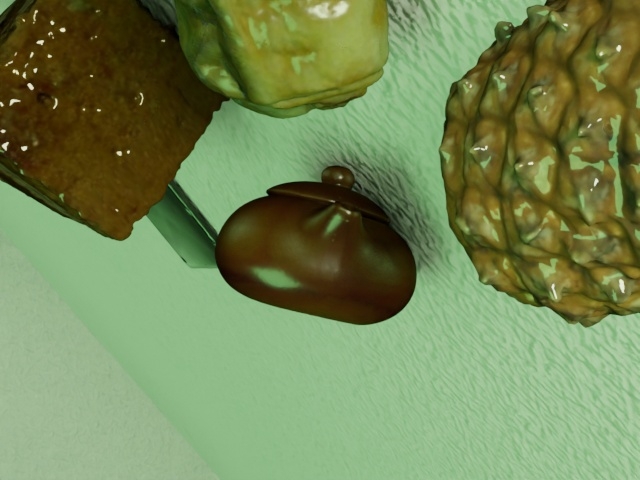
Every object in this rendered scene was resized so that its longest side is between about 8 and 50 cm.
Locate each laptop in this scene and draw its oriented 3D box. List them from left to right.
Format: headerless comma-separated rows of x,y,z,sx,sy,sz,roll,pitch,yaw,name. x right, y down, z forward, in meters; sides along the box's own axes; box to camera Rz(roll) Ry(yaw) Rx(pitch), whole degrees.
-0.230,-0.064,1.216,0.269,0.015,0.187,53,157,-16,laptop

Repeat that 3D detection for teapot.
0.000,0.000,0.801,0.178,0.135,0.252,18,179,-7,teapot

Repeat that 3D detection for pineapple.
0.178,-0.074,0.311,0.169,0.169,0.340,48,150,-3,pineapple

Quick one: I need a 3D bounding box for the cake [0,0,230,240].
-0.261,-0.140,0.883,0.198,0.196,0.293,37,169,-33,cake

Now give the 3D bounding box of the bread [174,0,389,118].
-0.044,-0.192,0.527,0.152,0.130,0.268,13,142,39,bread
